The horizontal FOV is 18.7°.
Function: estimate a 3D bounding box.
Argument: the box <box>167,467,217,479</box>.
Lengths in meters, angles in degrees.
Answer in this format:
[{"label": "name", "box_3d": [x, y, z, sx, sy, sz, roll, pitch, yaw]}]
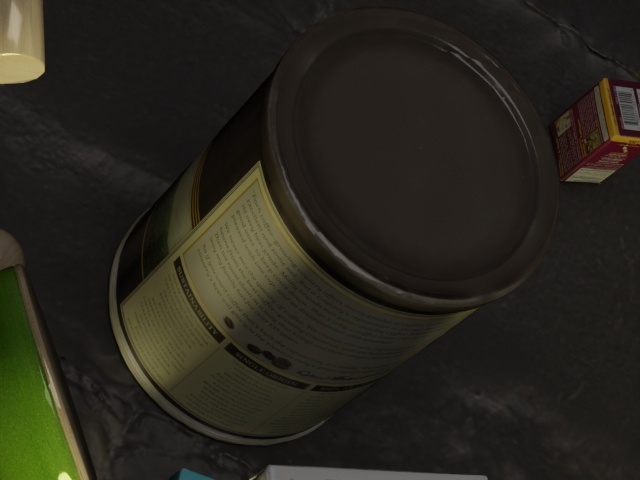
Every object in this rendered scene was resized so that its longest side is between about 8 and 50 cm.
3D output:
[{"label": "box", "box_3d": [0.017, 0.211, 0.999, 0.244, 0.060, 0.101, 23, 59, -14]}]

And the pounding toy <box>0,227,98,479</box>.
[{"label": "pounding toy", "box_3d": [-0.217, 0.093, 1.211, 0.110, 0.183, 0.237, -19, 75, -7]}]

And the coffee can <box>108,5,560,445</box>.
[{"label": "coffee can", "box_3d": [0.000, 0.000, 1.284, 0.201, 0.275, 0.202, 12, 61, -23]}]

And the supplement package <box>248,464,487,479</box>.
[{"label": "supplement package", "box_3d": [-0.014, 0.270, 1.154, 0.145, 0.262, 0.204, 6, 64, -26]}]

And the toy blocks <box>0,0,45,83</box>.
[{"label": "toy blocks", "box_3d": [-0.338, -0.190, 1.193, 0.308, 0.288, 0.260, 4, 69, -23]}]

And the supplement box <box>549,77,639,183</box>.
[{"label": "supplement box", "box_3d": [0.227, -0.087, 1.567, 0.043, 0.083, 0.055, 4, 65, -27]}]
